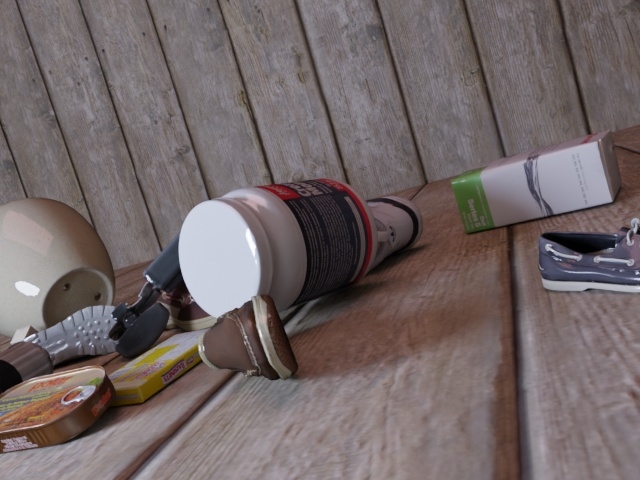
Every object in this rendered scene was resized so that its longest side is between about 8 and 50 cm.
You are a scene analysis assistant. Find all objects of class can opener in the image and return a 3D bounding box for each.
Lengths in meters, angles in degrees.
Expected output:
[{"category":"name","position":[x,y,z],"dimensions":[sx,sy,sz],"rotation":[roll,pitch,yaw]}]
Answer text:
[{"category":"can opener","position":[-0.252,0.069,1.058],"dimensions":[0.280,0.093,0.074],"rotation":[-54,-10,-8]}]

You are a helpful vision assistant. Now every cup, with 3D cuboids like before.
[{"category":"cup","position":[-0.591,0.096,1.387],"dimensions":[0.236,0.331,0.331],"rotation":[23,32,37]}]

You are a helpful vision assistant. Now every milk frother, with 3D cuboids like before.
[{"category":"milk frother","position":[-0.498,0.187,0.922],"dimensions":[0.129,0.143,0.135],"rotation":[-20,6,8]}]

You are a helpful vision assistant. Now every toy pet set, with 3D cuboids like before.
[{"category":"toy pet set","position":[-0.583,0.231,1.224],"dimensions":[0.122,0.065,0.114],"rotation":[-17,41,21]}]

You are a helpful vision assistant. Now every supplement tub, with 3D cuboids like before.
[{"category":"supplement tub","position":[-0.057,0.008,0.960],"dimensions":[0.191,0.191,0.272],"rotation":[-11,1,40]}]

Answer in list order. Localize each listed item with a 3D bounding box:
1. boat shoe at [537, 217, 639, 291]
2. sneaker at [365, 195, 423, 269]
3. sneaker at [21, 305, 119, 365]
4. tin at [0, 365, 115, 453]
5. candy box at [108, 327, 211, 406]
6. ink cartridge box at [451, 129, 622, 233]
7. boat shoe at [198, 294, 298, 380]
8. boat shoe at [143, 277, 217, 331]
[{"category":"boat shoe","position":[0.317,0.013,0.646],"dimensions":[0.075,0.065,0.206],"rotation":[-22,9,-38]},{"category":"sneaker","position":[0.000,0.000,1.216],"dimensions":[0.365,0.138,0.210],"rotation":[-10,7,27]},{"category":"sneaker","position":[-0.428,0.171,1.150],"dimensions":[0.234,0.090,0.095],"rotation":[-15,-3,4]},{"category":"tin","position":[-0.329,0.201,0.746],"dimensions":[0.189,0.040,0.106],"rotation":[-15,26,23]},{"category":"candy box","position":[-0.218,0.169,0.859],"dimensions":[0.105,0.027,0.206],"rotation":[-11,9,27]},{"category":"ink cartridge box","position":[0.419,-0.114,1.208],"dimensions":[0.272,0.115,0.198],"rotation":[-13,8,32]},{"category":"boat shoe","position":[-0.087,0.120,0.706],"dimensions":[0.095,0.095,0.257],"rotation":[-21,-5,-9]},{"category":"boat shoe","position":[-0.220,0.086,1.127],"dimensions":[0.123,0.123,0.342],"rotation":[-23,9,-40]}]
